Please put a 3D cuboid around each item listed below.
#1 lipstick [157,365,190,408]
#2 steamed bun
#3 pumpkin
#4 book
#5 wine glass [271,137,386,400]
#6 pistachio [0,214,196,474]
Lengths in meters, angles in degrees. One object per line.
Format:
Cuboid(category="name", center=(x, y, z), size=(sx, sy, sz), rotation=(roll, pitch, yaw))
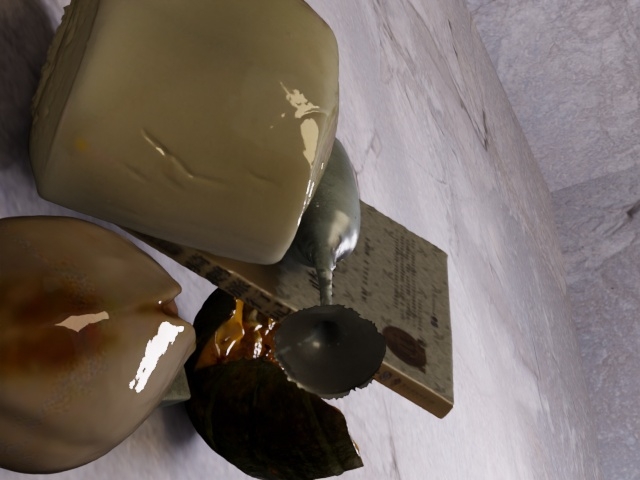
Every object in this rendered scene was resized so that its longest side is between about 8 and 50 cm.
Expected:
Cuboid(category="lipstick", center=(-0.126, 0.093, 0.855), size=(0.129, 0.030, 0.030), rotation=(17, 57, -70))
Cuboid(category="steamed bun", center=(-0.079, -0.105, 0.872), size=(0.200, 0.154, 0.250), rotation=(18, 33, -15))
Cuboid(category="pumpkin", center=(-0.047, 0.105, 0.966), size=(0.119, 0.108, 0.183), rotation=(61, 4, -42))
Cuboid(category="book", center=(-0.028, -0.008, 0.998), size=(0.310, 0.021, 0.217), rotation=(32, 28, -14))
Cuboid(category="wine glass", center=(0.000, 0.000, 0.927), size=(0.262, 0.074, 0.074), rotation=(-94, 160, -58))
Cuboid(category="pistachio", center=(-0.136, 0.050, 0.683), size=(0.215, 0.144, 0.143), rotation=(-11, 84, -81))
